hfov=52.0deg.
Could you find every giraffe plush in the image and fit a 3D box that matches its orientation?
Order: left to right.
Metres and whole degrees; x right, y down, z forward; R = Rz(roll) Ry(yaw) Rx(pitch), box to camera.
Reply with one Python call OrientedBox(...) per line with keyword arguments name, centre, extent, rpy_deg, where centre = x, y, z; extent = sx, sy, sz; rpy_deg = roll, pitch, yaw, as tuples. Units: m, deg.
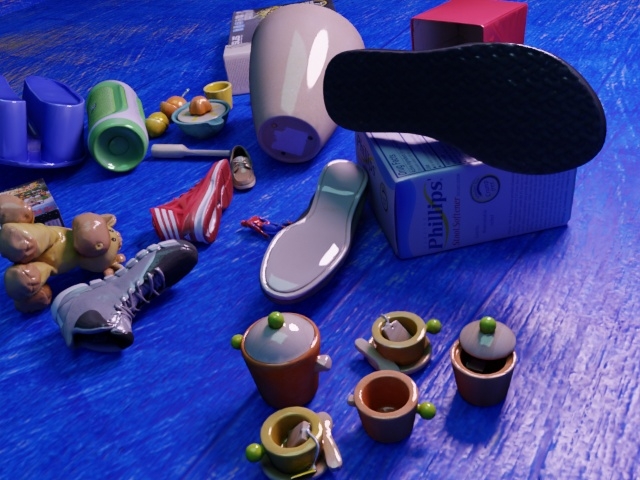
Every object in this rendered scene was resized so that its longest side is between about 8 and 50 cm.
OrientedBox(name="giraffe plush", centre=(-0.402, 0.015, 1.045), extent=(0.170, 0.181, 0.210), rpy_deg=(-8, -2, -17))

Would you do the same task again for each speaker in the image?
OrientedBox(name="speaker", centre=(-0.457, -0.262, 1.464), extent=(0.131, 0.131, 0.296), rpy_deg=(-16, 34, -11))

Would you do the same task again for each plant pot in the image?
OrientedBox(name="plant pot", centre=(-0.042, -0.300, 1.359), extent=(0.256, 0.256, 0.274), rpy_deg=(-1, 51, 11))

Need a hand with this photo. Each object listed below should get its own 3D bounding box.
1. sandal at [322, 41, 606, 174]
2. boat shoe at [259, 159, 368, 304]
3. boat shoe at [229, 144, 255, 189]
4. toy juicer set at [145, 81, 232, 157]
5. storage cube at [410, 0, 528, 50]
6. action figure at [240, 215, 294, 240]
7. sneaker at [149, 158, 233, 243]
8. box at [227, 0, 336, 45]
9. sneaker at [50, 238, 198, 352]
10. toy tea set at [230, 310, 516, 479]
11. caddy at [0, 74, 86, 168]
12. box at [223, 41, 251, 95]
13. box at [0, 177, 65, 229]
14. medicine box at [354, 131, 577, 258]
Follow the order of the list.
OrientedBox(name="sandal", centre=(0.203, -0.214, 0.964), extent=(0.445, 0.168, 0.107), rpy_deg=(21, 26, 35))
OrientedBox(name="boat shoe", centre=(0.000, 0.000, 1.029), extent=(0.112, 0.095, 0.335), rpy_deg=(17, 44, 11))
OrientedBox(name="boat shoe", centre=(-0.159, -0.146, 1.298), extent=(0.050, 0.045, 0.135), rpy_deg=(-14, 34, -8))
OrientedBox(name="toy juicer set", centre=(-0.305, -0.277, 1.486), extent=(0.209, 0.089, 0.329), rpy_deg=(-8, 34, -1))
OrientedBox(name="storage cube", centre=(0.340, -0.433, 1.494), extent=(0.215, 0.184, 0.193), rpy_deg=(22, 43, 38))
OrientedBox(name="action figure", centre=(-0.088, -0.023, 1.117), extent=(0.115, 0.030, 0.038), rpy_deg=(10, 34, 26))
OrientedBox(name="sneaker", centre=(-0.237, -0.077, 1.180), extent=(0.128, 0.087, 0.221), rpy_deg=(-2, 33, 8))
OrientedBox(name="box", centre=(-0.100, -0.596, 1.908), extent=(0.318, 0.097, 0.395), rpy_deg=(-10, 34, 3))
OrientedBox(name="sneaker", centre=(-0.266, 0.094, 0.948), extent=(0.228, 0.086, 0.132), rpy_deg=(-29, 43, -11))
OrientedBox(name="toy tea set", centre=(0.058, 0.136, 0.764), extent=(0.336, 0.124, 0.200), rpy_deg=(-16, 34, -11))
OrientedBox(name="caddy", centre=(-0.659, -0.253, 1.456), extent=(0.241, 0.179, 0.341), rpy_deg=(-2, 25, -36))
OrientedBox(name="box", centre=(-0.106, -0.457, 1.691), extent=(0.275, 0.113, 0.094), rpy_deg=(-7, 33, 0))
OrientedBox(name="box", centre=(-0.617, -0.034, 1.232), extent=(0.233, 0.044, 0.159), rpy_deg=(-24, 37, -22))
OrientedBox(name="medicine box", centre=(0.226, -0.124, 1.092), extent=(0.289, 0.149, 0.263), rpy_deg=(-12, 34, -5))
